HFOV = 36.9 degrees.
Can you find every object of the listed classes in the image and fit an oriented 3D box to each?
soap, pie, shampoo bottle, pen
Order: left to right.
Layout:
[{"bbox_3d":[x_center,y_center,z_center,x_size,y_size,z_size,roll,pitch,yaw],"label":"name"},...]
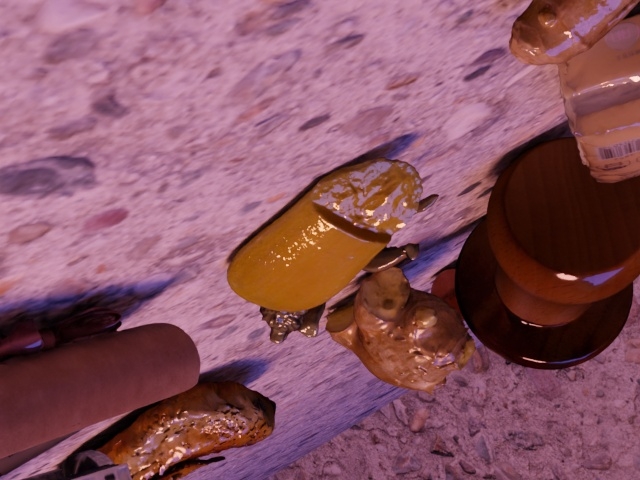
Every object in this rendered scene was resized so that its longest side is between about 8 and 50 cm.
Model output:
[{"bbox_3d":[-0.215,0.157,0.870,0.218,0.026,0.026,-31,166,5],"label":"pen"},{"bbox_3d":[-0.183,0.256,1.161,0.308,0.085,0.308,-27,167,-7],"label":"pie"},{"bbox_3d":[0.000,0.000,0.686,0.089,0.033,0.168,17,135,-30],"label":"soap"},{"bbox_3d":[0.259,0.057,1.364,0.118,0.076,0.314,-37,164,32],"label":"shampoo bottle"}]

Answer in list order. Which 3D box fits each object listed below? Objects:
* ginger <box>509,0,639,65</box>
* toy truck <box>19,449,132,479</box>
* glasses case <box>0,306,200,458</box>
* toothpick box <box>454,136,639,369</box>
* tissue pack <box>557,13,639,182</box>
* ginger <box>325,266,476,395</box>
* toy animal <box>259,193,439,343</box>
[{"bbox_3d":[0.180,-0.170,0.429,0.089,0.075,0.288,-15,164,-32],"label":"ginger"},{"bbox_3d":[-0.327,0.353,0.900,0.387,0.207,0.173,-30,166,29],"label":"toy truck"},{"bbox_3d":[-0.180,0.082,0.623,0.102,0.070,0.193,-5,-177,32],"label":"glasses case"},{"bbox_3d":[0.237,0.019,0.966,0.192,0.192,0.294,-28,161,-5],"label":"toothpick box"},{"bbox_3d":[0.285,-0.118,0.674,0.222,0.090,0.186,-19,168,19],"label":"tissue pack"},{"bbox_3d":[0.092,0.102,1.059,0.102,0.157,0.216,-52,180,-23],"label":"ginger"},{"bbox_3d":[0.012,0.021,0.769,0.220,0.069,0.086,-34,-175,36],"label":"toy animal"}]
